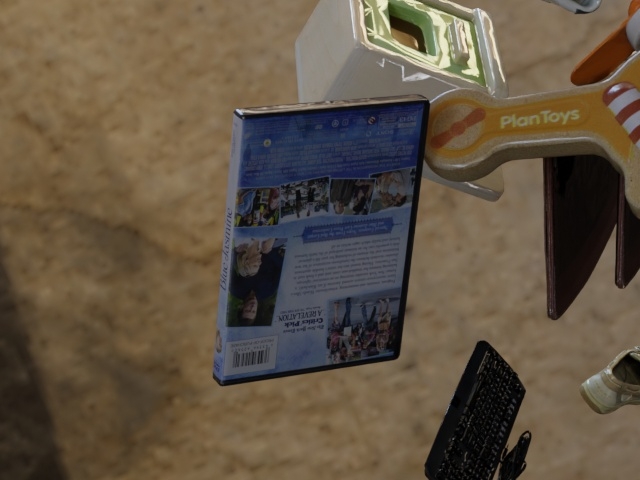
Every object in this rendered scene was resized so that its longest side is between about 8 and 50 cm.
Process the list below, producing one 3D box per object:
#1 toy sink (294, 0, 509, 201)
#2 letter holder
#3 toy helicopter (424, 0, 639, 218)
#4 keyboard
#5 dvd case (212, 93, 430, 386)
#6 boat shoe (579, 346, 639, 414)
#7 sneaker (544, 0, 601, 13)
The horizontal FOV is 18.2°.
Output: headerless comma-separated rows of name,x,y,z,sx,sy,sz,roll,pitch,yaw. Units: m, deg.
toy sink,0.107,-0.163,2.028,0.234,0.131,0.152,20,-143,-20
letter holder,0.331,-0.054,1.990,0.302,0.152,0.214,-48,-39,-58
toy helicopter,0.256,-0.124,1.727,0.140,0.355,0.235,55,-148,-62
keyboard,0.155,0.173,1.773,0.100,0.038,0.192,51,-142,-18
dvd case,0.000,0.000,1.714,0.022,0.180,0.253,41,131,53
boat shoe,0.332,0.143,2.124,0.153,0.048,0.056,-13,-119,-51
sneaker,0.219,-0.327,1.928,0.091,0.094,0.258,36,165,46
